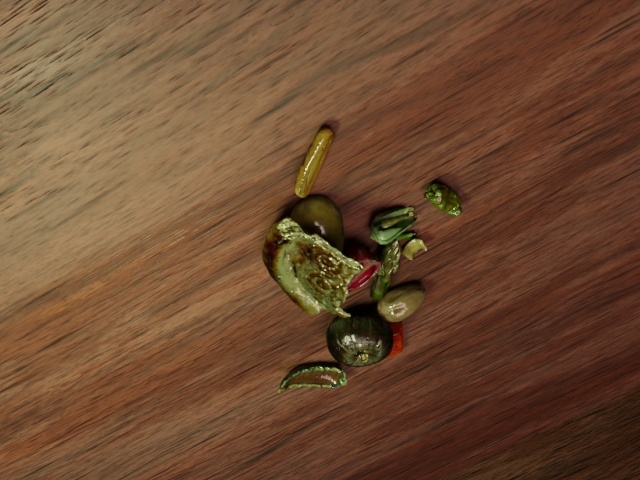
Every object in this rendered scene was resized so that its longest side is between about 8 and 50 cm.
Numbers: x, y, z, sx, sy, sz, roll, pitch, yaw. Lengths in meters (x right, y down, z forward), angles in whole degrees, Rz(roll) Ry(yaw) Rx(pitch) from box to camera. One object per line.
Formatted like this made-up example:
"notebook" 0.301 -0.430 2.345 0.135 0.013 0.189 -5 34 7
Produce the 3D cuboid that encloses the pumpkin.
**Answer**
"pumpkin" 0.134 0.347 2.063 0.238 0.159 0.238 2 140 2

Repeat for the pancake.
"pancake" -0.036 0.107 1.764 0.305 0.067 0.426 25 146 10

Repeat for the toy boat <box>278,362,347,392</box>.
"toy boat" -0.039 0.505 2.214 0.293 0.099 0.108 2 129 -31

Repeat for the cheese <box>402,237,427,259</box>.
"cheese" 0.308 0.022 1.936 0.060 0.041 0.084 34 129 -30

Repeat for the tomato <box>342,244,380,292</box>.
"tomato" 0.091 0.081 1.864 0.173 0.099 0.189 -42 150 19

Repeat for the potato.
"potato" 0.000 0.000 1.763 0.160 0.111 0.271 -12 133 -6

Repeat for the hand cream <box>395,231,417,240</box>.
"hand cream" 0.244 -0.007 1.898 0.122 0.023 0.036 -9 153 -13

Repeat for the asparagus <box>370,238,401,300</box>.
"asparagus" 0.213 0.086 1.935 0.080 0.080 0.287 -7 142 -14

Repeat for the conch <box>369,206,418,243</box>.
"conch" 0.219 -0.056 1.817 0.170 0.079 0.105 -30 141 -12

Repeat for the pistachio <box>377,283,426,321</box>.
"pistachio" 0.281 0.211 2.054 0.186 0.108 0.126 -27 162 -3

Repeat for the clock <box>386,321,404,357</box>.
"clock" 0.255 0.370 2.218 0.113 0.061 0.155 -16 136 -5

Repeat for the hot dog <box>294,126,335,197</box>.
"hot dog" -0.025 -0.209 1.607 0.066 0.047 0.215 -28 150 -48

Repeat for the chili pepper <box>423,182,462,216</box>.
"chili pepper" 0.359 -0.133 1.794 0.204 0.073 0.072 25 101 -47
